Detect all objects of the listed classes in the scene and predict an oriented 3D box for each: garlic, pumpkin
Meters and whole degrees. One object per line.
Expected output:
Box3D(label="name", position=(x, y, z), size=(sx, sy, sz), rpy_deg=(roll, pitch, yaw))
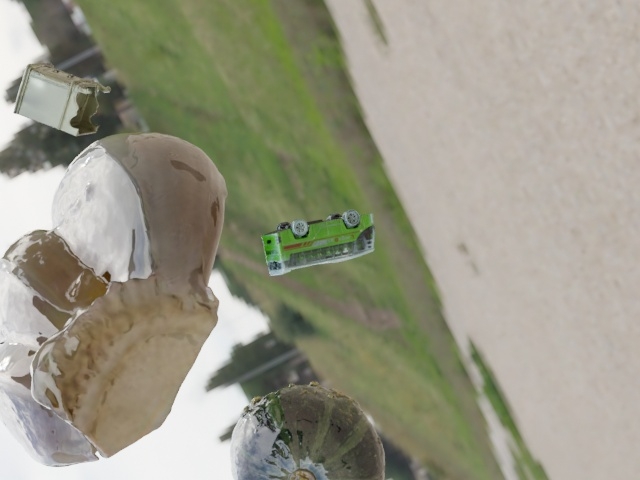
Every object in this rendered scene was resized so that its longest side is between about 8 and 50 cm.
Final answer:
Box3D(label="garlic", position=(-0.179, 0.039, 1.214), size=(0.132, 0.279, 0.325), rpy_deg=(35, 177, -26))
Box3D(label="pumpkin", position=(-0.016, 0.263, 1.807), size=(0.190, 0.190, 0.146), rpy_deg=(62, -178, -23))

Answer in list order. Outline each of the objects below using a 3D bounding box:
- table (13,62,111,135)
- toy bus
Box3D(label="table", position=(-0.304, -0.167, 1.789), size=(0.083, 0.062, 0.079), rpy_deg=(21, -168, 8))
Box3D(label="toy bus", position=(0.000, 0.000, 1.101), size=(0.031, 0.083, 0.037), rpy_deg=(-10, 91, 62))
